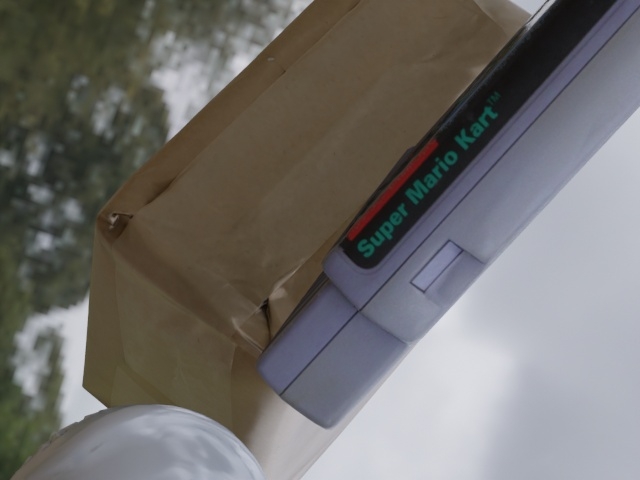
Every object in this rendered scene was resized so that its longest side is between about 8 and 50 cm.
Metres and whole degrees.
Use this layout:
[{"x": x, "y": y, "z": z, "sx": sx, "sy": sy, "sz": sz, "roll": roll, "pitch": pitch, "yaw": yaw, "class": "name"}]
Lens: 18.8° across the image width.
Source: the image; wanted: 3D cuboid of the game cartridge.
[{"x": 0.115, "y": -0.084, "z": 0.857, "sx": 0.355, "sy": 0.068, "sz": 0.230, "roll": -48, "pitch": 177, "yaw": 18, "class": "game cartridge"}]

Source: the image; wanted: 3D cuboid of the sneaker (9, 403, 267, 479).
[{"x": -0.023, "y": 0.207, "z": 0.507, "sx": 0.210, "sy": 0.137, "sz": 0.366, "roll": -21, "pitch": -127, "yaw": 47, "class": "sneaker"}]

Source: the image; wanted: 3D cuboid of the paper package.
[{"x": 0.000, "y": 0.000, "z": 1.292, "sx": 0.309, "sy": 0.168, "sz": 0.325, "roll": -46, "pitch": 169, "yaw": -24, "class": "paper package"}]
